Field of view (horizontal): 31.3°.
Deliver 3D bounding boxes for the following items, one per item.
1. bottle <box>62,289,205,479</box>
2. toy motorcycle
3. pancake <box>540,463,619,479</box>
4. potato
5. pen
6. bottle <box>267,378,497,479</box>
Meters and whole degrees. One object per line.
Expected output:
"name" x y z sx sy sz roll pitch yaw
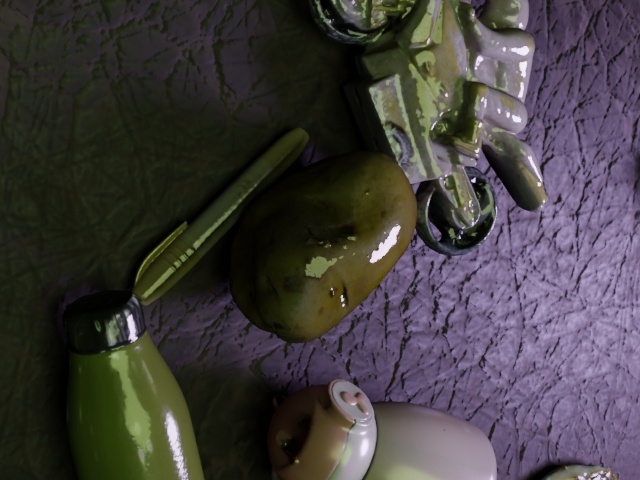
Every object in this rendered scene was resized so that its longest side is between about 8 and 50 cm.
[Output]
"bottle" -0.171 0.174 1.032 0.112 0.112 0.260 -19 110 -27
"toy motorcycle" 0.131 -0.161 1.146 0.223 0.108 0.341 -31 109 -18
"pancake" 0.304 0.393 1.419 0.253 0.037 0.254 -8 105 -31
"potato" 0.003 0.004 1.075 0.200 0.154 0.137 -48 126 -18
"pen" -0.096 -0.028 1.083 0.040 0.032 0.233 45 74 -7
"bottle" 0.050 0.223 1.167 0.236 0.147 0.148 25 87 -25
